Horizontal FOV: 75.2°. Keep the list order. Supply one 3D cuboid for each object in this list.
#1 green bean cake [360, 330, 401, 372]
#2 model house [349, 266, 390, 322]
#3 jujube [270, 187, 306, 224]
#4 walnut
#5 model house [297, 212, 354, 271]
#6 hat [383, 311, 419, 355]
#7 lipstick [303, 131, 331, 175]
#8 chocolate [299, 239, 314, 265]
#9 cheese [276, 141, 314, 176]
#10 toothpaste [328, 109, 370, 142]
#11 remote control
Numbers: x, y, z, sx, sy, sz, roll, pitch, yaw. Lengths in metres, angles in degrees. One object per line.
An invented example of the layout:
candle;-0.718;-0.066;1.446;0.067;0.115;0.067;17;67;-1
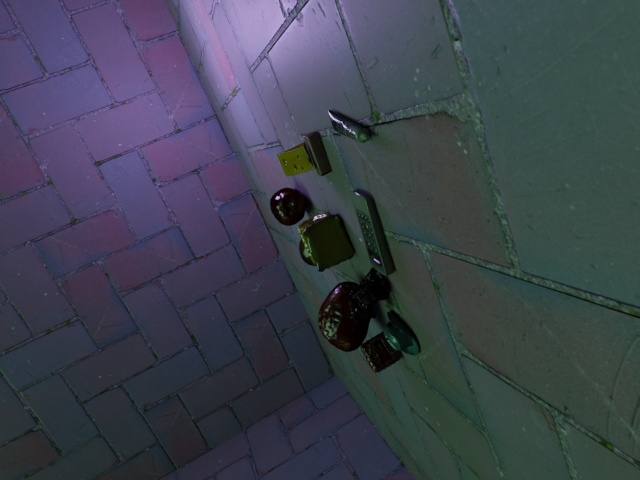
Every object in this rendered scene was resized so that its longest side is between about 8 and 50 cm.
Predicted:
green bean cake;0.249;0.458;1.713;0.135;0.135;0.056;59;170;16
model house;0.160;0.198;1.498;0.141;0.164;0.203;50;160;29
jujube;-0.156;-0.161;1.984;0.243;0.183;0.183;-128;13;-83
walnut;0.120;0.311;1.737;0.221;0.269;0.244;34;-166;25
model house;0.000;0.000;1.697;0.193;0.174;0.234;66;164;-14
hat;0.276;0.349;1.519;0.191;0.078;0.138;47;161;51
lipstick;-0.009;-0.298;1.435;0.045;0.045;0.145;43;157;62
chocolate;-0.018;0.026;1.913;0.177;0.176;0.177;58;166;23
cheese;-0.066;-0.296;1.502;0.093;0.126;0.171;67;163;-15
toothpaste;0.074;-0.303;1.121;0.233;0.038;0.060;49;159;55
remote control;0.160;-0.025;1.324;0.123;0.038;0.285;40;153;62
